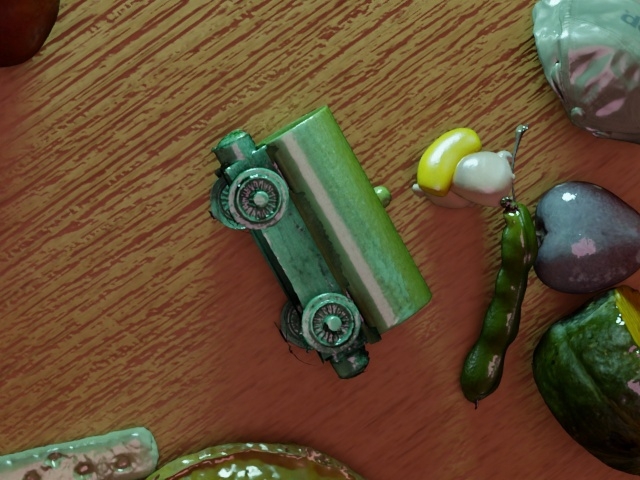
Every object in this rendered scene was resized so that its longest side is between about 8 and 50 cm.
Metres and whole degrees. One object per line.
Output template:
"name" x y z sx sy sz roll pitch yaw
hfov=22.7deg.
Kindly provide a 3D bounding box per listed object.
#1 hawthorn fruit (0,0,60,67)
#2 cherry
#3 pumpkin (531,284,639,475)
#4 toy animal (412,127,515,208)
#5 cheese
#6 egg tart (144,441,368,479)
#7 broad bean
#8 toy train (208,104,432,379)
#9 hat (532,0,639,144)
"hawthorn fruit" -0.346 -0.261 1.669 0.169 0.188 0.169 -2 102 -10
"cherry" 0.304 -0.033 1.810 0.148 0.115 0.188 2 85 33
"pumpkin" 0.369 0.165 1.833 0.139 0.190 0.280 -43 144 21
"toy animal" 0.164 -0.074 1.814 0.114 0.082 0.091 8 62 5
"cheese" -0.278 0.257 1.798 0.194 0.043 0.065 -13 101 -8
"egg tart" -0.069 0.443 1.773 0.443 0.178 0.443 0 93 -8
"broad bean" 0.205 0.074 1.810 0.052 0.052 0.256 10 113 -1
"toy train" 0.003 -0.001 1.768 0.189 0.126 0.307 -30 98 -4
"hat" 0.366 -0.234 1.783 0.214 0.149 0.245 40 113 -9
